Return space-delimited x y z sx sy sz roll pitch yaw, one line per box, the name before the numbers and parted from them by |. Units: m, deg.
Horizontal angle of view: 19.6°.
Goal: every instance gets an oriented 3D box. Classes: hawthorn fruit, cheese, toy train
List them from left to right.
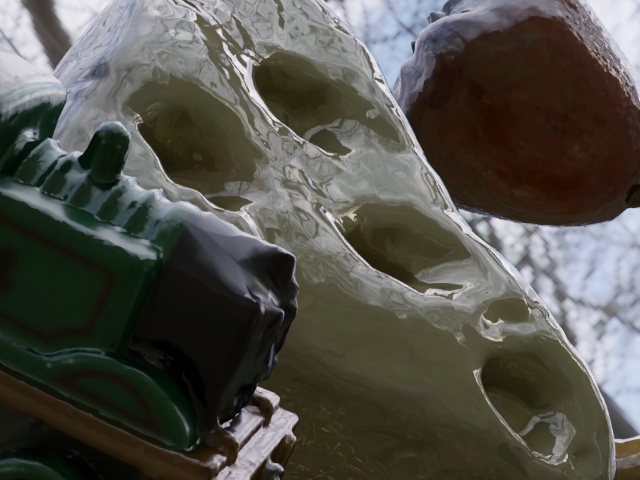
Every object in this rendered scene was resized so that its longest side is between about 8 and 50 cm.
toy train | -0.094 0.016 0.548 0.091 0.228 0.136 -37 -31 -74
cheese | 0.000 0.000 0.942 0.351 0.328 0.129 30 -55 -18
hawthorn fruit | 0.177 -0.091 1.459 0.199 0.251 0.199 -54 -1 -1

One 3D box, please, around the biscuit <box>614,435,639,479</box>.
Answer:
biscuit | 0.265 0.338 1.248 0.429 0.446 0.104 -62 -5 21
